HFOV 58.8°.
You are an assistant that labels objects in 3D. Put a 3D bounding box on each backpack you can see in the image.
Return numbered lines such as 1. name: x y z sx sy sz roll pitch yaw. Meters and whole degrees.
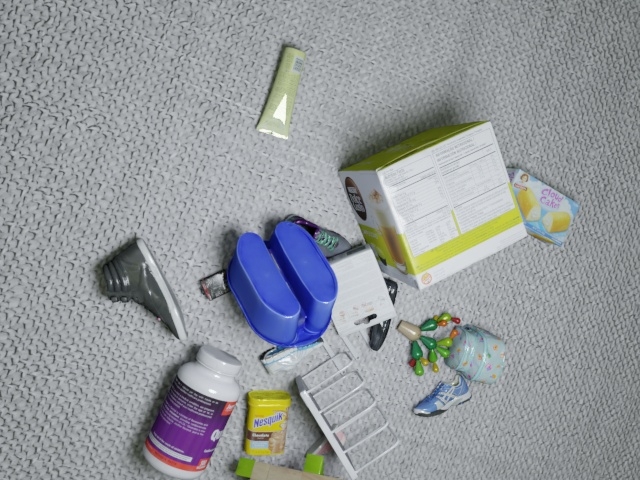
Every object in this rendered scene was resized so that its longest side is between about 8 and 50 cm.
1. backpack: 0.482 0.354 1.762 0.144 0.188 0.166 18 92 -18

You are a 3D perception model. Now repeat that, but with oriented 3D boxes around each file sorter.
1. file sorter: 0.076 0.485 1.617 0.173 0.193 0.278 -31 92 -6

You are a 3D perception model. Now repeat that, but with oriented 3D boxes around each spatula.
1. spatula: 0.058 0.280 1.719 0.168 0.019 0.242 -35 106 -15

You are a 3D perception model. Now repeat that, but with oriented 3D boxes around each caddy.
1. caddy: -0.103 0.117 1.510 0.241 0.179 0.341 -17 60 -28

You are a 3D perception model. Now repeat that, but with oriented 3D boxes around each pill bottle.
1. pill bottle: -0.334 0.458 1.533 0.181 0.181 0.323 26 89 -18

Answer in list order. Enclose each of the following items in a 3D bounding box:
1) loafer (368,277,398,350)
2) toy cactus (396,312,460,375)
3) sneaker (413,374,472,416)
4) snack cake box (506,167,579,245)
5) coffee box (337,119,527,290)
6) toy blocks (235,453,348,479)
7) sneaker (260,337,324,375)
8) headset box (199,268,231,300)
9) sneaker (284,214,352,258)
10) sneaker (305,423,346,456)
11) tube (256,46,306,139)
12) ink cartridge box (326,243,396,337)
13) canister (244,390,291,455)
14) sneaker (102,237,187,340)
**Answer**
1. loafer: 0.177 0.223 1.723 0.078 0.076 0.223 13 97 15
2. toy cactus: 0.324 0.304 1.770 0.180 0.112 0.219 31 89 1
3. sneaker: 0.382 0.498 1.813 0.211 0.080 0.081 -19 95 -24
4. snack cake box: 0.681 -0.107 1.821 0.264 0.089 0.152 25 89 -18
5. coffee box: 0.295 -0.109 1.575 0.338 0.337 0.334 -25 103 -11
6. toy blocks: -0.029 0.735 1.621 0.381 0.261 0.191 5 59 18
7. sneaker: -0.076 0.338 1.662 0.190 0.071 0.083 -20 108 -5
8. headset box: -0.293 0.126 1.585 0.083 0.032 0.062 -26 102 -12
9. sneaker: 0.000 0.000 1.624 0.223 0.098 0.083 24 89 -17
10. sneaker: 0.023 0.630 1.727 0.134 0.051 0.070 -42 101 -13
11. tube: -0.104 -0.409 1.573 0.070 0.062 0.240 19 97 26
12. ink cartridge box: 0.097 0.147 1.666 0.189 0.066 0.232 -22 114 4
13. canister: -0.155 0.531 1.652 0.126 0.073 0.170 4 97 -17
14. sneaker: -0.469 0.155 1.504 0.146 0.104 0.296 -27 97 -10
